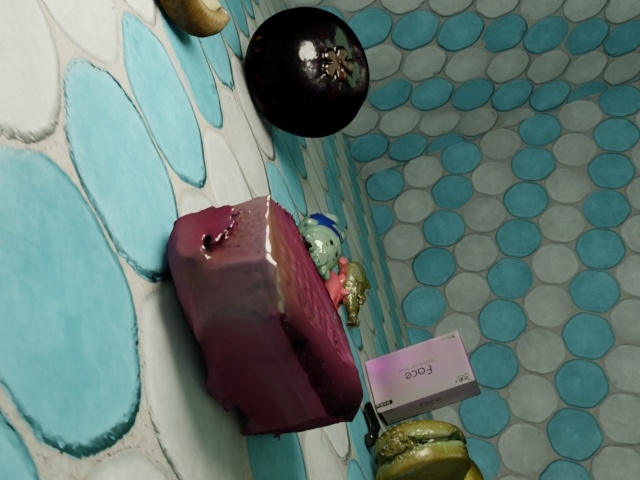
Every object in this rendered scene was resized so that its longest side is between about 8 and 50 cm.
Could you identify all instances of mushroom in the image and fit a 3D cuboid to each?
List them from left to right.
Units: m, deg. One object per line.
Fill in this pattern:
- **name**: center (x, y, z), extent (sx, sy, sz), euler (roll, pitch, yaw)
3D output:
- **mushroom**: center (-0.201, -0.365, 1.044), extent (0.210, 0.072, 0.094), euler (53, 17, -54)

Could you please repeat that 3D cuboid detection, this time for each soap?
- **soap**: center (-0.055, 0.087, 0.796), extent (0.220, 0.127, 0.325), euler (-103, 169, -48)

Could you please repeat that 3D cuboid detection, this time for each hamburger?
- **hamburger**: center (0.190, 0.413, 1.404), extent (0.215, 0.189, 0.122), euler (64, 12, -53)

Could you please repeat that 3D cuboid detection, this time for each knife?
- **knife**: center (0.107, 0.387, 1.556), extent (0.245, 0.019, 0.072), euler (29, 37, -82)

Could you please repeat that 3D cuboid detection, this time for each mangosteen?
- **mangosteen**: center (-0.045, -0.350, 1.557), extent (0.302, 0.275, 0.275), euler (7, -58, 59)

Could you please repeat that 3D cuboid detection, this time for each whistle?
- **whistle**: center (0.000, 0.000, 1.457), extent (0.244, 0.092, 0.110), euler (-81, 147, -70)

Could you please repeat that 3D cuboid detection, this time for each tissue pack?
- **tissue pack**: center (0.244, 0.331, 1.771), extent (0.092, 0.246, 0.149), euler (59, 13, -48)

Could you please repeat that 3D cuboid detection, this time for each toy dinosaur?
- **toy dinosaur**: center (0.022, 0.147, 1.457), extent (0.286, 0.070, 0.139), euler (-93, -176, -58)

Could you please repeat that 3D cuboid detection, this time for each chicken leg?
- **chicken leg**: center (0.084, 0.134, 1.778), extent (0.093, 0.070, 0.178), euler (19, 48, -21)

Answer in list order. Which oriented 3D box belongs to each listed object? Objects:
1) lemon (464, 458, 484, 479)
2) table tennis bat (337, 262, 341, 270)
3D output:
- **lemon**: center (0.296, 0.589, 1.744), extent (0.256, 0.188, 0.188), euler (-33, 103, -79)
- **table tennis bat**: center (0.036, 0.011, 1.950), extent (0.087, 0.013, 0.157), euler (52, 20, -68)
